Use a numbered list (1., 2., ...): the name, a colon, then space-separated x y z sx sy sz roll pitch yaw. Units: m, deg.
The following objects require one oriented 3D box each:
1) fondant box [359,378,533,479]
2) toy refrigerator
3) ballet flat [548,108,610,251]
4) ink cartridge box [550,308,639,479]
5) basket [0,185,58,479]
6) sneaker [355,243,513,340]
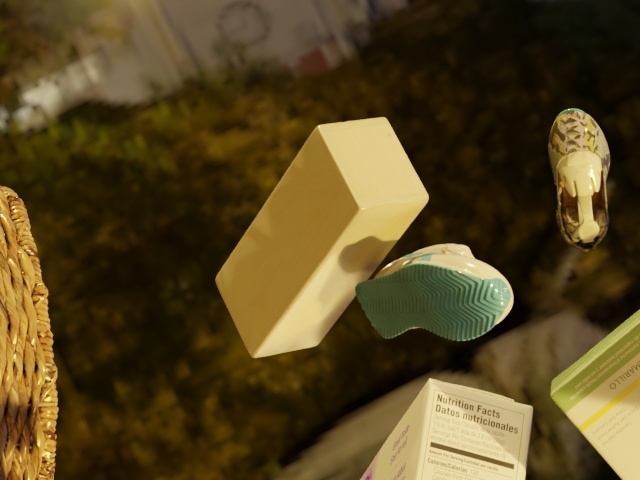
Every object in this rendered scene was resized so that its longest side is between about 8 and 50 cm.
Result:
1. fondant box: 0.074 0.311 1.579 0.238 0.096 0.330 117 -12 -58
2. toy refrigerator: 0.000 0.000 1.969 0.102 0.094 0.269 63 -39 24
3. ballet flat: 0.174 -0.035 1.303 0.114 0.041 0.041 78 -15 -45
4. ink cartridge box: 0.310 0.145 1.474 0.235 0.171 0.056 49 10 -2
5. basket: -0.298 0.103 1.656 0.223 0.213 0.299 23 52 -57
6. sneaker: 0.121 0.040 1.886 0.229 0.092 0.087 -2 -63 63
